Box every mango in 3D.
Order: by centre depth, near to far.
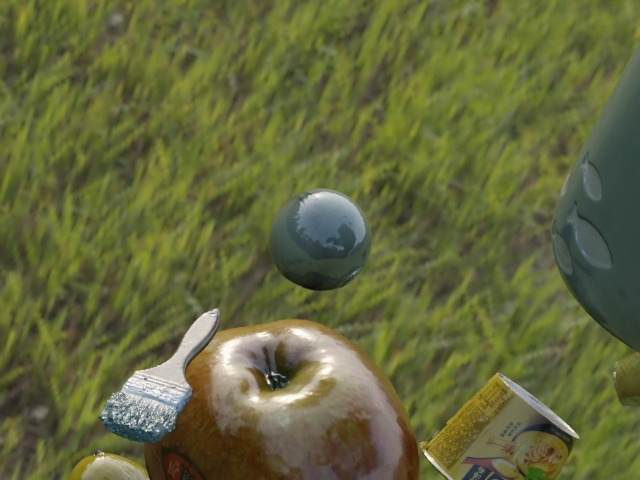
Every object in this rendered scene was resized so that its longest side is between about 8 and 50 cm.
[{"bbox_3d":[-0.230,0.360,2.022,0.091,0.237,0.137,1,48,43],"label":"mango"}]

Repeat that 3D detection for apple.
[{"bbox_3d":[-0.037,0.211,1.712,0.309,0.250,0.277,34,59,14],"label":"apple"}]

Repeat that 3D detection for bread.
[{"bbox_3d":[0.404,0.151,1.913,0.117,0.156,0.064,-6,78,-24],"label":"bread"}]

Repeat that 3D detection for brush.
[{"bbox_3d":[-0.136,0.119,1.538,0.070,0.021,0.196,14,39,17],"label":"brush"}]

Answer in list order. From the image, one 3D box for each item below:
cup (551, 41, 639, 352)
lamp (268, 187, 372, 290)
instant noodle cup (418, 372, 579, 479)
[{"bbox_3d":[0.346,-0.016,1.378,0.259,0.274,0.357,21,37,-7],"label":"cup"},{"bbox_3d":[0.000,0.000,1.627,0.105,0.105,0.105,16,37,-12],"label":"lamp"},{"bbox_3d":[0.199,0.224,1.779,0.151,0.122,0.151,38,2,-2],"label":"instant noodle cup"}]
